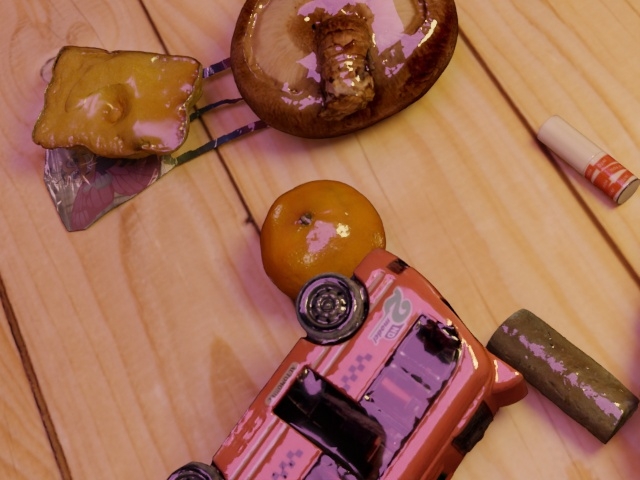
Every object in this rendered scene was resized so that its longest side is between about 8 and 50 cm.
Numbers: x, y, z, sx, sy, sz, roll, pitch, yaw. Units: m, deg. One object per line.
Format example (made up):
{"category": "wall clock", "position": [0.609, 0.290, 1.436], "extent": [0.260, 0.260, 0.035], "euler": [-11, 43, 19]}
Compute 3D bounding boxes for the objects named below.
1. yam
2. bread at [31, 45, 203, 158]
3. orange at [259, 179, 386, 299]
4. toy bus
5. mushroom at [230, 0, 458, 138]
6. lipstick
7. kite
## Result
{"category": "yam", "position": [0.265, 0.144, 1.096], "extent": [0.169, 0.068, 0.068], "euler": [38, 84, 27]}
{"category": "bread", "position": [-0.270, -0.183, 1.379], "extent": [0.233, 0.088, 0.161], "euler": [7, 79, 22]}
{"category": "orange", "position": [0.000, 0.000, 1.211], "extent": [0.156, 0.124, 0.156], "euler": [-5, 69, 13]}
{"category": "toy bus", "position": [0.017, 0.235, 1.069], "extent": [0.233, 0.203, 0.427], "euler": [34, 83, 22]}
{"category": "mushroom", "position": [0.031, -0.250, 1.287], "extent": [0.297, 0.163, 0.278], "euler": [-16, 56, 11]}
{"category": "lipstick", "position": [0.317, -0.097, 1.192], "extent": [0.038, 0.038, 0.131], "euler": [-43, 62, -2]}
{"category": "kite", "position": [-0.236, -0.154, 1.412], "extent": [0.360, 0.022, 0.204], "euler": [-23, 64, 9]}
